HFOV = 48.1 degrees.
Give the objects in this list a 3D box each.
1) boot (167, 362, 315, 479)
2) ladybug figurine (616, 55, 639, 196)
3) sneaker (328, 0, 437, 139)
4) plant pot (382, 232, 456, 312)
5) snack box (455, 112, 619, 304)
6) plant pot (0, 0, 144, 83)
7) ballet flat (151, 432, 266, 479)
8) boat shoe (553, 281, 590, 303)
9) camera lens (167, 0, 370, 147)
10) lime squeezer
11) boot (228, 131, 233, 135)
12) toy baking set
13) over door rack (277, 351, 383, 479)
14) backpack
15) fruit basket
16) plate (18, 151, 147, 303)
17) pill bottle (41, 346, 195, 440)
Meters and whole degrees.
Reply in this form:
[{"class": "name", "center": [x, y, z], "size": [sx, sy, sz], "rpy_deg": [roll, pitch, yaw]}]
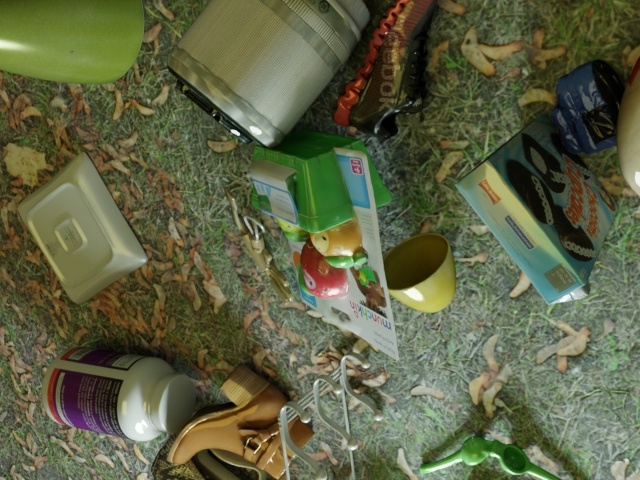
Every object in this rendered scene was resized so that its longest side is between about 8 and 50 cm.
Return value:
[{"class": "boot", "center": [-0.168, 0.420, 1.504], "size": [0.220, 0.109, 0.283], "rpy_deg": [42, 96, 2]}, {"class": "ladybug figurine", "center": [0.544, -0.231, 0.860], "size": [0.305, 0.162, 0.449], "rpy_deg": [27, 123, -25]}, {"class": "sneaker", "center": [0.127, -0.276, 1.132], "size": [0.135, 0.097, 0.276], "rpy_deg": [37, 122, 12]}, {"class": "plant pot", "center": [0.177, 0.067, 1.218], "size": [0.134, 0.134, 0.095], "rpy_deg": [-17, 124, 31]}, {"class": "snack box", "center": [0.308, -0.059, 0.979], "size": [0.060, 0.322, 0.187], "rpy_deg": [-39, 88, 34]}, {"class": "plant pot", "center": [-0.524, -0.407, 1.308], "size": [0.274, 0.293, 0.275], "rpy_deg": [9, 112, 25]}, {"class": "ballet flat", "center": [-0.153, 0.574, 1.550], "size": [0.483, 0.164, 0.182], "rpy_deg": [34, 101, 15]}, {"class": "boat shoe", "center": [0.338, 0.004, 1.126], "size": [0.076, 0.083, 0.226], "rpy_deg": [-27, 94, 31]}, {"class": "camera lens", "center": [-0.084, -0.299, 1.114], "size": [0.219, 0.219, 0.274], "rpy_deg": [40, 94, 10]}, {"class": "lime squeezer", "center": [0.319, 0.410, 1.293], "size": [0.310, 0.059, 0.110], "rpy_deg": [2, 107, 26]}, {"class": "boot", "center": [-0.141, -0.315, 1.270], "size": [0.236, 0.085, 0.178], "rpy_deg": [-37, 93, 32]}, {"class": "toy baking set", "center": [-0.108, 0.010, 1.315], "size": [0.030, 0.197, 0.256], "rpy_deg": [-32, 100, -13]}, {"class": "over door rack", "center": [0.019, 0.402, 1.341], "size": [0.108, 0.239, 0.324], "rpy_deg": [15, 113, 28]}, {"class": "backpack", "center": [0.384, -0.190, 1.028], "size": [0.101, 0.098, 0.120], "rpy_deg": [-20, 98, 35]}, {"class": "fruit basket", "center": [0.000, 0.000, 1.206], "size": [0.327, 0.165, 0.353], "rpy_deg": [26, 127, 55]}, {"class": "plate", "center": [-0.547, -0.015, 1.603], "size": [0.278, 0.045, 0.277], "rpy_deg": [-29, 93, 32]}, {"class": "pill bottle", "center": [-0.444, 0.340, 1.590], "size": [0.323, 0.181, 0.181], "rpy_deg": [3, 108, 27]}]
